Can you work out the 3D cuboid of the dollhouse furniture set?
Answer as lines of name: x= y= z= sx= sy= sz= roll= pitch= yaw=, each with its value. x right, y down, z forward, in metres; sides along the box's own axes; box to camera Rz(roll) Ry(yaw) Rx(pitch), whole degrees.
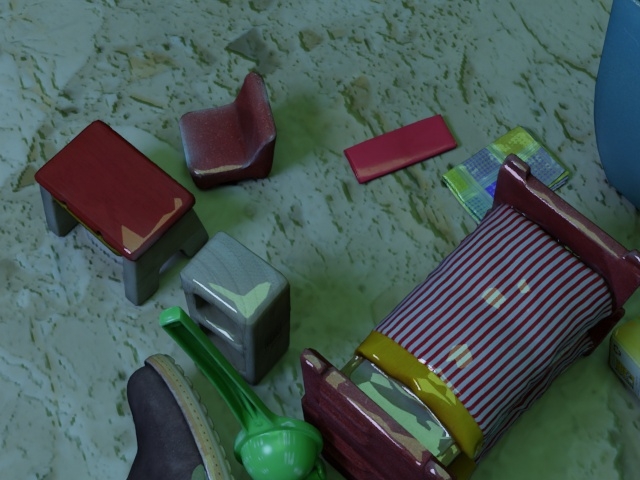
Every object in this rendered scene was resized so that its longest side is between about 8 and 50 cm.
dollhouse furniture set: x=0.000 y=0.000 z=0.839 sx=0.374 sy=0.152 sz=0.201 roll=39 pitch=69 yaw=17

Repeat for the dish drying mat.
dish drying mat: x=0.061 y=-0.071 z=0.957 sx=0.083 sy=0.008 sz=0.032 roll=-21 pitch=66 yaw=-12

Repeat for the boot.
boot: x=-0.145 y=0.206 z=0.768 sx=0.206 sy=0.090 sz=0.249 roll=-16 pitch=68 yaw=-11

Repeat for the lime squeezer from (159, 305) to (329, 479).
lime squeezer: x=-0.025 y=0.165 z=0.767 sx=0.058 sy=0.310 sz=0.110 roll=-13 pitch=15 yaw=30

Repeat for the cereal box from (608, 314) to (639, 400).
cereal box: x=0.329 y=0.114 z=0.814 sx=0.173 sy=0.047 sz=0.240 roll=-26 pitch=53 yaw=-12

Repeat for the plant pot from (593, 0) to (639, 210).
plant pot: x=0.288 y=-0.095 z=0.845 sx=0.165 sy=0.234 sz=0.166 roll=-37 pitch=70 yaw=-18

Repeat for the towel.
towel: x=0.140 y=-0.049 z=0.946 sx=0.083 sy=0.009 sz=0.060 roll=-31 pitch=68 yaw=-15
